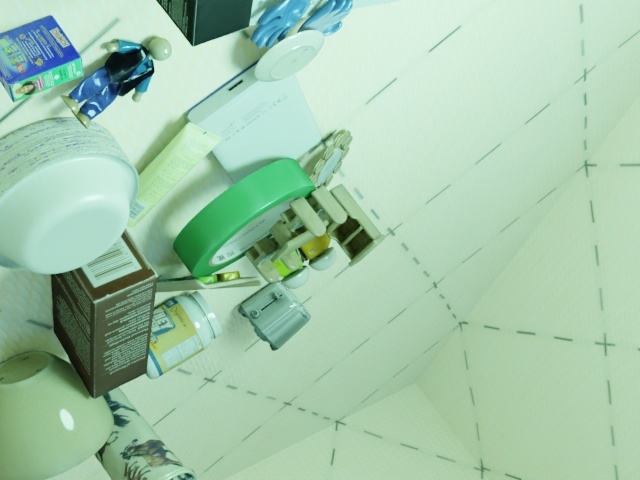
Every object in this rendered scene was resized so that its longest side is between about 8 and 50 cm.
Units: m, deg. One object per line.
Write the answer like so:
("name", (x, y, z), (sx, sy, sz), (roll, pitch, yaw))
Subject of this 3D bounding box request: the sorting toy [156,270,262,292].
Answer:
("sorting toy", (-0.267, 0.093, 2.045), (0.193, 0.038, 0.208), (-6, 176, 38))

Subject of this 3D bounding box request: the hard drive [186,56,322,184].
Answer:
("hard drive", (-0.120, -0.224, 1.771), (0.210, 0.040, 0.318), (-36, 157, -3))

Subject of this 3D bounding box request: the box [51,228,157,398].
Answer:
("box", (-0.434, 0.132, 1.789), (0.143, 0.191, 0.381), (-23, 153, -30))

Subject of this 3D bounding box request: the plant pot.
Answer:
("plant pot", (-0.602, 0.348, 1.905), (0.284, 0.284, 0.190), (-25, 117, -27))

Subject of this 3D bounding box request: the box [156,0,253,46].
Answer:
("box", (-0.164, -0.418, 1.172), (0.103, 0.184, 0.261), (-28, 155, -28))

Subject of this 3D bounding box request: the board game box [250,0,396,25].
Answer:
("board game box", (0.057, -0.535, 1.441), (0.390, 0.050, 0.390), (-20, 151, -35))

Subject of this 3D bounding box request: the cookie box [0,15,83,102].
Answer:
("cookie box", (-0.400, -0.254, 1.255), (0.107, 0.092, 0.040), (-28, 157, -22))

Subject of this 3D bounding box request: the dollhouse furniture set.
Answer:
("dollhouse furniture set", (0.000, 0.000, 1.977), (0.242, 0.161, 0.212), (-31, 170, -45))

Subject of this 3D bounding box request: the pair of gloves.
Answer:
("pair of gloves", (-0.027, -0.372, 1.530), (0.159, 0.023, 0.198), (-36, 163, 20))

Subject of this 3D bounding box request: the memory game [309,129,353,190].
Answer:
("memory game", (0.017, -0.168, 2.032), (0.186, 0.012, 0.186), (-53, 168, -17))

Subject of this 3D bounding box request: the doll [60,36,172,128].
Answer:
("doll", (-0.314, -0.257, 1.425), (0.189, 0.046, 0.129), (-41, 148, -9))

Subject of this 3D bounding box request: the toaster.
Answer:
("toaster", (-0.118, 0.205, 2.453), (0.146, 0.129, 0.227), (-38, 155, -4))

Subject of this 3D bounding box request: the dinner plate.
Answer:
("dinner plate", (-0.051, -0.319, 1.585), (0.141, 0.017, 0.141), (-30, 166, -8))

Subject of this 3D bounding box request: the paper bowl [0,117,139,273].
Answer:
("paper bowl", (-0.436, -0.055, 1.501), (0.284, 0.148, 0.284), (-31, 157, -15))

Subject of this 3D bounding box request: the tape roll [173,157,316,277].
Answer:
("tape roll", (-0.158, -0.046, 1.900), (0.321, 0.077, 0.321), (-36, 171, -6))

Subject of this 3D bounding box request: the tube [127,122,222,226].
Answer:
("tube", (-0.291, -0.124, 1.673), (0.240, 0.062, 0.070), (-42, -171, 19))

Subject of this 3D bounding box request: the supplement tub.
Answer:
("supplement tub", (-0.350, 0.220, 2.129), (0.200, 0.144, 0.144), (-31, 156, -17))

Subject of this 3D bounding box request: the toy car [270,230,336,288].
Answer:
("toy car", (-0.063, 0.018, 2.204), (0.182, 0.159, 0.136), (-34, -167, -10))

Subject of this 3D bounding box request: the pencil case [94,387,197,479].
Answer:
("pencil case", (-0.470, 0.481, 2.142), (0.160, 0.410, 0.183), (-32, 144, -28))
